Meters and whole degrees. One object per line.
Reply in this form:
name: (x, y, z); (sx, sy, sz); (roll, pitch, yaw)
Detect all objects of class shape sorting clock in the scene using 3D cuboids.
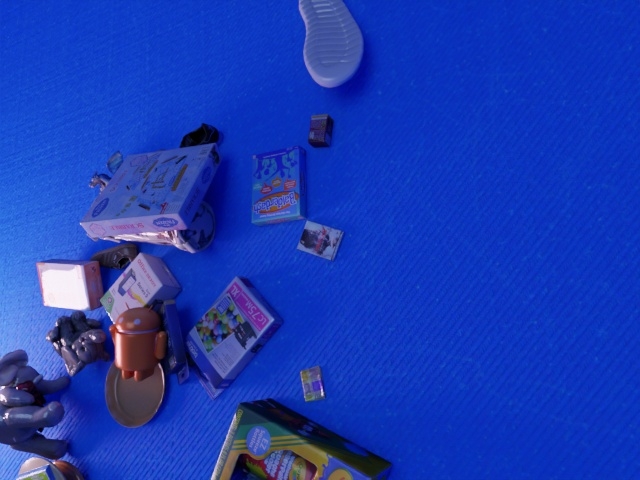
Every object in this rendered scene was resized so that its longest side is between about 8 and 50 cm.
shape sorting clock: (-0.828, 0.748, 1.507); (0.207, 0.040, 0.206); (3, 101, 19)

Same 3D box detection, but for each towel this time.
towel: (-0.021, 0.370, 1.295); (0.060, 0.009, 0.083); (-18, 71, 20)

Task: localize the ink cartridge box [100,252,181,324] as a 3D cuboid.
ink cartridge box: (-0.557, 0.167, 1.556); (0.212, 0.093, 0.154); (-46, 63, 7)

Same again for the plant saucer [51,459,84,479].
plant saucer: (-0.802, 0.780, 1.539); (0.200, 0.037, 0.199); (-1, 87, 22)

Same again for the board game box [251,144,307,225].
board game box: (-0.120, -0.156, 1.448); (0.160, 0.047, 0.210); (-8, 75, 24)

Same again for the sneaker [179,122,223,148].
sneaker: (-0.421, -0.286, 1.599); (0.232, 0.090, 0.081); (-40, 64, 12)

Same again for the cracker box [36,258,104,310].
cracker box: (-0.835, 0.145, 1.681); (0.233, 0.067, 0.155); (2, 102, 27)

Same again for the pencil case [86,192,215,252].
pencil case: (-0.521, -0.057, 1.551); (0.411, 0.160, 0.183); (6, 67, 27)

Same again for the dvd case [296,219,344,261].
dvd case: (0.000, 0.000, 1.372); (0.120, 0.013, 0.087); (19, 86, 27)

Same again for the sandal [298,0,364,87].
sandal: (0.035, -0.581, 1.453); (0.170, 0.102, 0.415); (-11, 60, 8)

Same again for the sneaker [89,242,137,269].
sneaker: (-0.685, 0.066, 1.656); (0.189, 0.066, 0.071); (-20, 71, 21)

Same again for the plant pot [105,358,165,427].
plant pot: (-0.556, 0.442, 1.524); (0.237, 0.032, 0.236); (-7, 74, 24)

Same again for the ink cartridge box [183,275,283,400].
ink cartridge box: (-0.266, 0.275, 1.410); (0.186, 0.065, 0.311); (44, 100, 28)

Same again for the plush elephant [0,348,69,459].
plush elephant: (-0.927, 0.506, 1.587); (0.331, 0.271, 0.255); (6, 38, -4)

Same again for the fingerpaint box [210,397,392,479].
fingerpaint box: (-0.090, 0.659, 1.172); (0.372, 0.163, 0.444); (19, 87, 28)

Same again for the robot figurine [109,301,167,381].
robot figurine: (-0.523, 0.287, 1.439); (0.158, 0.128, 0.219); (12, 101, 55)

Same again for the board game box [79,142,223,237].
board game box: (-0.481, -0.150, 1.461); (0.319, 0.065, 0.318); (-4, 44, 18)

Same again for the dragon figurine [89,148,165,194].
dragon figurine: (-0.671, -0.247, 1.713); (0.289, 0.085, 0.144); (-47, 63, 10)

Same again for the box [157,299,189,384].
box: (-0.431, 0.300, 1.457); (0.136, 0.037, 0.225); (-46, 57, 51)

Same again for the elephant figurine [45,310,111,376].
elephant figurine: (-0.731, 0.336, 1.554); (0.240, 0.186, 0.169); (26, 68, 37)

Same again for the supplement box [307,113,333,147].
supplement box: (0.001, -0.311, 1.429); (0.055, 0.043, 0.083); (3, 78, 26)
